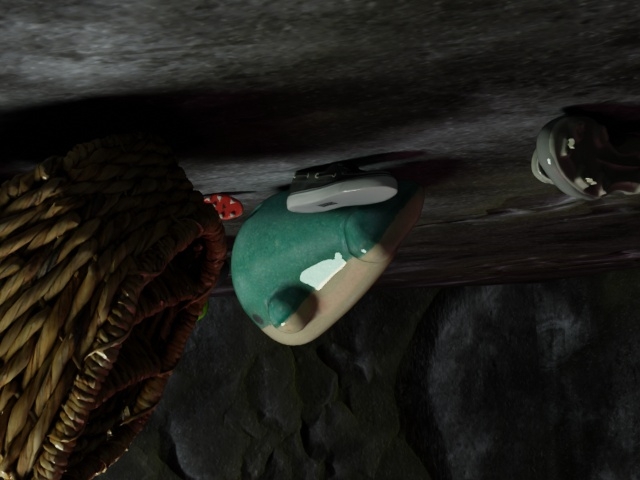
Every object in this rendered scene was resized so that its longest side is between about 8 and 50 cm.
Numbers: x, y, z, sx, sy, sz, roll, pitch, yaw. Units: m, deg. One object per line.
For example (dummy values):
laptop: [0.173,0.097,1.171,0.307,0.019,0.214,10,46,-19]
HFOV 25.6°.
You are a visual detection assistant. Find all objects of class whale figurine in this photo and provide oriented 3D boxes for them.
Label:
whale figurine: [0.000,0.000,1.476,0.216,0.141,0.272,-51,-173,-29]

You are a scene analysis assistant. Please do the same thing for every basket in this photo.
basket: [-0.162,0.055,1.118,0.213,0.223,0.299,-31,178,7]

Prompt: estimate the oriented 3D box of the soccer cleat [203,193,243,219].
soccer cleat: [-0.122,-0.037,1.560,0.083,0.029,0.035,-2,-176,16]

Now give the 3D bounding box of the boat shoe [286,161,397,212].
boat shoe: [0.018,-0.056,1.370,0.049,0.040,0.142,13,165,-42]

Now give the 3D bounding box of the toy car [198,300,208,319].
toy car: [-0.274,0.060,2.000,0.188,0.149,0.155,13,155,-29]

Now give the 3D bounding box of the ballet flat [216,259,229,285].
ballet flat: [-0.233,0.046,2.192,0.203,0.074,0.074,1,174,-20]

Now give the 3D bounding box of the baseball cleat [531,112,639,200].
baseball cleat: [0.218,-0.066,1.228,0.109,0.072,0.206,1,175,37]
